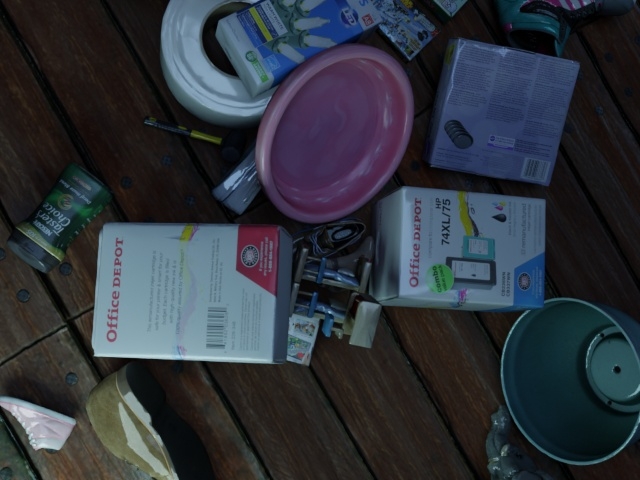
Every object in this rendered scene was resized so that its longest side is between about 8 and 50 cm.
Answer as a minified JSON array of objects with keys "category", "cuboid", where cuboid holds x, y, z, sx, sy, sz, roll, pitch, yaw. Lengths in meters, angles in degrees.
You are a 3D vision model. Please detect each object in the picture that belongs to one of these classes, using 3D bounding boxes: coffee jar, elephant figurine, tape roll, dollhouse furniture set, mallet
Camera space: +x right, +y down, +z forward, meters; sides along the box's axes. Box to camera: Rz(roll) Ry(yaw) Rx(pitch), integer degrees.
[{"category":"coffee jar","cuboid":[-0.448,-0.037,1.415,0.096,0.079,0.184,37,78,-6]},{"category":"elephant figurine","cuboid":[0.352,0.459,1.506,0.239,0.169,0.186,-40,122,-29]},{"category":"tape roll","cuboid":[-0.151,-0.354,1.507,0.286,0.100,0.287,1,83,-12]},{"category":"dollhouse furniture set","cuboid":[0.021,0.086,1.398,0.129,0.183,0.129,13,95,-11]},{"category":"mallet","cuboid":[-0.229,-0.187,1.494,0.189,0.039,0.062,11,45,-8]}]

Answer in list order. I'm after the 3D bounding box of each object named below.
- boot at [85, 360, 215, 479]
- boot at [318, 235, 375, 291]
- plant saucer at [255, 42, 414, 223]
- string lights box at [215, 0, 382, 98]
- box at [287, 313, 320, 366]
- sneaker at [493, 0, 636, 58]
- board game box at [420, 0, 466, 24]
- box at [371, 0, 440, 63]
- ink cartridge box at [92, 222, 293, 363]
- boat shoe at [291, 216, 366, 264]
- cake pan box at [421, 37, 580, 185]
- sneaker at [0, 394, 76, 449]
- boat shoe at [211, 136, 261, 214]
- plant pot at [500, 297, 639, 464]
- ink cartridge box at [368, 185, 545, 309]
[{"category":"boot","cuboid":[-0.285,0.359,1.413,0.115,0.112,0.305,-30,96,16]},{"category":"boot","cuboid":[0.046,0.043,1.517,0.086,0.042,0.119,6,108,-27]},{"category":"plant saucer","cuboid":[0.017,-0.192,1.459,0.332,0.084,0.332,-22,130,-29]},{"category":"string lights box","cuboid":[-0.038,-0.372,1.443,0.259,0.077,0.133,-31,90,-14]},{"category":"box","cuboid":[-0.107,0.148,1.490,0.206,0.036,0.114,17,80,-10]},{"category":"sneaker","cuboid":[0.489,-0.434,1.643,0.295,0.124,0.179,4,78,-5]},{"category":"board game box","cuboid":[0.276,-0.620,1.661,0.213,0.046,0.317,42,77,-6]},{"category":"box","cuboid":[0.157,-0.430,1.621,0.094,0.027,0.137,-45,94,-12]},{"category":"ink cartridge box","cuboid":[-0.208,0.088,1.379,0.306,0.131,0.226,2,82,11]},{"category":"boat shoe","cuboid":[0.000,0.000,1.515,0.183,0.066,0.066,-26,90,-14]},{"category":"cake pan box","cuboid":[0.350,-0.245,1.584,0.266,0.070,0.246,8,104,-11]},{"category":"sneaker","cuboid":[-0.485,0.310,1.380,0.134,0.051,0.070,25,74,-13]},{"category":"boat shoe","cuboid":[-0.101,-0.145,1.513,0.076,0.083,0.226,44,88,-16]},{"category":"plant pot","cuboid":[0.509,0.245,1.513,0.196,0.293,0.293,-1,83,-39]},{"category":"ink cartridge box","cuboid":[0.242,0.023,1.499,0.269,0.197,0.198,4,82,-12]}]
